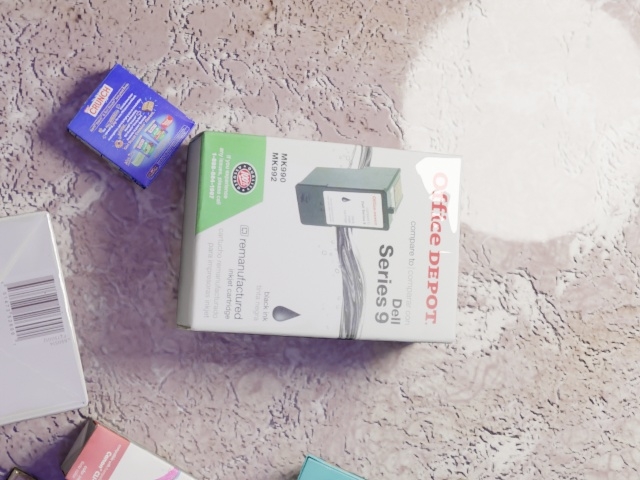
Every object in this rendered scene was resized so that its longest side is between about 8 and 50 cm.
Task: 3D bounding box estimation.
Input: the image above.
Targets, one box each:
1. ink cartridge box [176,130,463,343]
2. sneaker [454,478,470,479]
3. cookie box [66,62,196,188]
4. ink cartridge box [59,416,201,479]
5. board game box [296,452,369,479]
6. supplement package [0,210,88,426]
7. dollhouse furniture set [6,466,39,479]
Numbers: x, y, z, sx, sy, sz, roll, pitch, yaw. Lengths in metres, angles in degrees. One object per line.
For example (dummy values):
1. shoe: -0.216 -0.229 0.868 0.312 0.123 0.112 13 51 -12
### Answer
1. ink cartridge box: 0.000 0.000 1.366 0.289 0.121 0.211 4 87 -14
2. sneaker: 0.148 0.360 1.400 0.066 0.071 0.188 18 83 -12
3. cookie box: -0.204 -0.123 1.365 0.107 0.040 0.092 38 80 -9
4. ink cartridge box: -0.167 0.263 1.314 0.198 0.115 0.067 32 79 -9
5. board game box: 0.039 0.430 1.323 0.253 0.079 0.336 22 81 16
6. supplement package: -0.326 0.080 1.195 0.175 0.293 0.177 -12 90 -13
7. dollhouse furniture set: -0.275 0.351 1.291 0.182 0.101 0.161 32 80 -10
